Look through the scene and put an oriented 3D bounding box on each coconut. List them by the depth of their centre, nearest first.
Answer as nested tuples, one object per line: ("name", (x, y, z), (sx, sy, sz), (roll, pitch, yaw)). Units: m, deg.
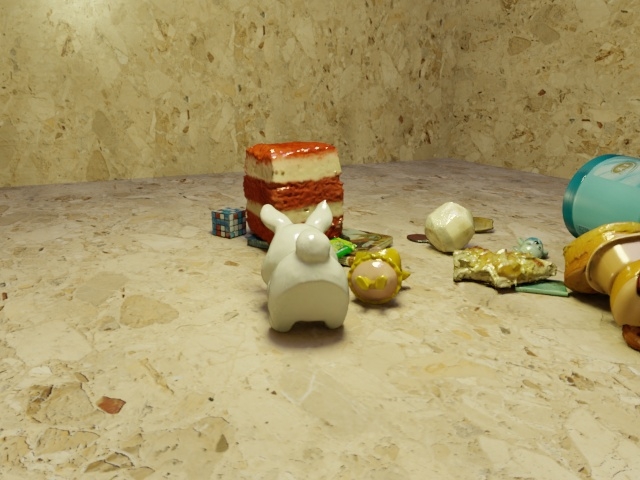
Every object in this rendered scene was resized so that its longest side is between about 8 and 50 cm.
("coconut", (0.445, -0.051, 1.778), (0.162, 0.161, 0.161), (-38, 27, -10))

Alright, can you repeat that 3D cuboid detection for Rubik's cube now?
("Rubik's cube", (-0.337, -0.066, 1.928), (0.092, 0.093, 0.092), (12, 20, 33))

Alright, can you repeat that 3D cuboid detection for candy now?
("candy", (0.014, 0.039, 1.608), (0.178, 0.032, 0.102), (-25, 34, -24))

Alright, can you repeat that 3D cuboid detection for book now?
("book", (0.617, 0.126, 1.472), (0.134, 0.017, 0.103), (5, 17, 16))
("book", (0.000, 0.000, 1.818), (0.427, 0.039, 0.300), (10, 20, 29))

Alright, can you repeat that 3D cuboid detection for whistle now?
("whistle", (0.703, 0.025, 1.733), (0.113, 0.077, 0.235), (28, 22, 18))

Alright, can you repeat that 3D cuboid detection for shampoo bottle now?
("shampoo bottle", (1.044, -0.094, 1.709), (0.330, 0.332, 0.343), (-3, 18, -13))

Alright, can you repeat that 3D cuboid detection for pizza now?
("pizza", (0.502, 0.067, 1.527), (0.323, 0.090, 0.223), (8, 17, 42))

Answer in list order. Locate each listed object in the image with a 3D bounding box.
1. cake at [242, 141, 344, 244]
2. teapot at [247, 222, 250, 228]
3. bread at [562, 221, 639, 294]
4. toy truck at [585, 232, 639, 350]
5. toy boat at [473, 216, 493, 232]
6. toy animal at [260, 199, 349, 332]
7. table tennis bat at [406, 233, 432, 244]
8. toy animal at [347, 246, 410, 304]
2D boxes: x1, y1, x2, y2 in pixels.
("cake", (-0.092, -0.169, 1.754), (0.269, 0.320, 0.270), (-12, 22, -27))
("teapot", (-0.197, -0.094, 1.966), (0.111, 0.149, 0.108), (34, 9, 34))
("bread", (0.745, 0.059, 1.351), (0.195, 0.143, 0.270), (5, -26, -4))
("toy truck", (0.756, 0.111, 1.134), (0.287, 0.204, 0.212), (0, 38, 8))
("toy boat", (0.581, -0.060, 2.039), (0.205, 0.065, 0.072), (1, -2, -7))
("toy animal", (-0.042, 0.030, 1.254), (0.196, 0.241, 0.368), (3, 30, -12))
("table tennis bat", (0.381, -0.003, 1.907), (0.095, 0.014, 0.158), (-6, 15, -28))
("toy animal", (0.149, 0.091, 1.369), (0.155, 0.156, 0.229), (6, 7, 16))
